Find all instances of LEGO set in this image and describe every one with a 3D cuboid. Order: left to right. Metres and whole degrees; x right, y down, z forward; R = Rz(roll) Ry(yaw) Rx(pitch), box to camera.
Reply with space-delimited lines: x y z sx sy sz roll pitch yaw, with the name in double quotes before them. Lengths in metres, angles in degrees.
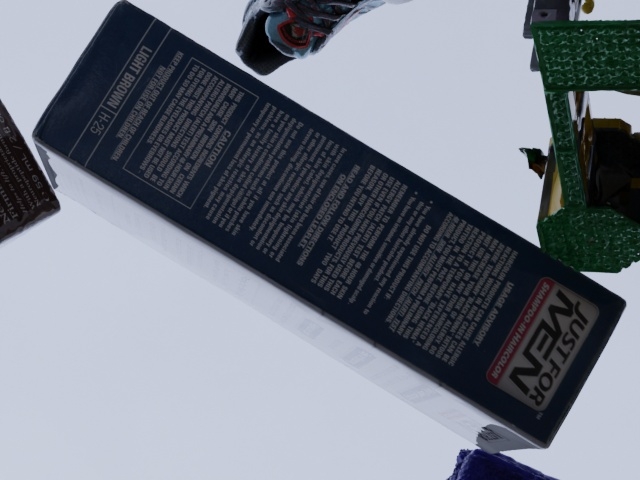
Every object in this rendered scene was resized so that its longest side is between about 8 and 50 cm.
"LEGO set" 0.252 -0.117 0.887 0.331 0.255 0.192 -4 -128 25

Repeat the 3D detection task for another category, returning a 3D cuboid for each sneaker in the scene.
"sneaker" 0.007 -0.223 1.611 0.104 0.262 0.125 39 -120 -15

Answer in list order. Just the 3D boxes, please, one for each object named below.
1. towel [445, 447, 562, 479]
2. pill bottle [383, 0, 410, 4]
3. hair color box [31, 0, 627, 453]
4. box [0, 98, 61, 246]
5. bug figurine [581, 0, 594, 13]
"towel" 0.231 0.304 1.421 0.308 0.076 0.228 20 -135 6
"pill bottle" 0.047 -0.306 1.365 0.117 0.117 0.208 -28 -98 -29
"hair color box" 0.000 0.000 1.051 0.347 0.174 0.105 32 -99 0
"box" -0.373 -0.037 1.493 0.168 0.167 0.203 60 -154 -5
"bug figurine" 0.104 -0.275 1.104 0.279 0.216 0.072 32 -125 28
